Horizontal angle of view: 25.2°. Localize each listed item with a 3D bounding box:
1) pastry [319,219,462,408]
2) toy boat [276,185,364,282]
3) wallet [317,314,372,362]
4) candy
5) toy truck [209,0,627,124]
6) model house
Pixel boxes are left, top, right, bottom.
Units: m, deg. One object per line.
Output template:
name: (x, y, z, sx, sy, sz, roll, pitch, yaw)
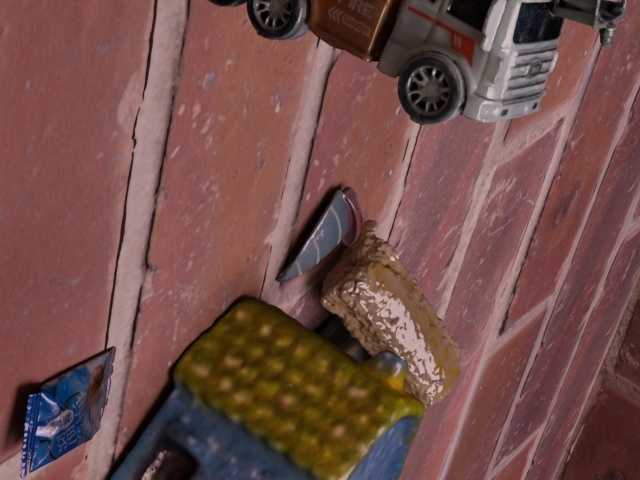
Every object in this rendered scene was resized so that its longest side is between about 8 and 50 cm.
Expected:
pastry: (0.089, 0.112, 1.722, 0.121, 0.089, 0.258, -43, 117, -26)
toy boat: (0.000, 0.000, 1.606, 0.122, 0.034, 0.096, -43, 147, -28)
wallet: (-0.013, 0.259, 1.845, 0.252, 0.083, 0.360, -42, 151, -43)
candy: (-0.236, 0.159, 1.340, 0.136, 0.038, 0.088, -30, 131, -59)
toy truck: (0.067, -0.215, 1.086, 0.133, 0.338, 0.184, -19, 135, -56)
model house: (-0.043, 0.223, 1.539, 0.303, 0.237, 0.215, -58, 156, -1)
